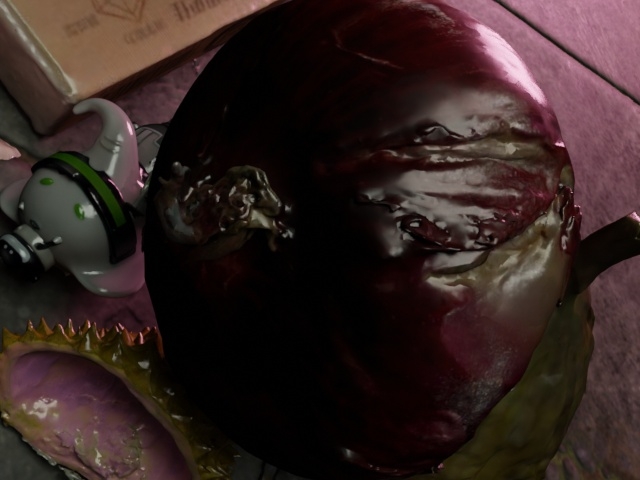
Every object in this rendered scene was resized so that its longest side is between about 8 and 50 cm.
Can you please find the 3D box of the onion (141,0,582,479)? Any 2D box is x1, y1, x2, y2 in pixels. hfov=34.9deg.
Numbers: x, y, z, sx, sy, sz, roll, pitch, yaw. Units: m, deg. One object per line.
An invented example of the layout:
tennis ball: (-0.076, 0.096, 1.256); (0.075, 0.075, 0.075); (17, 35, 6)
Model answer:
onion: (0.000, 0.000, 0.619); (0.232, 0.314, 0.313); (-2, 71, -40)

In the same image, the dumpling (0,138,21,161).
dumpling: (-0.330, -0.122, 0.663); (0.175, 0.227, 0.243); (-28, 96, -6)

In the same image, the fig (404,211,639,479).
fig: (0.135, 0.065, 0.784); (0.286, 0.369, 0.286); (9, 72, -28)

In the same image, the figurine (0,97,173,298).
figurine: (-0.163, -0.033, 0.783); (0.147, 0.126, 0.192); (32, 54, 25)

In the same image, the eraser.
eraser: (-0.144, -0.227, 0.901); (0.343, 0.078, 0.144); (-37, 93, -40)

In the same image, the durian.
durian: (-0.135, 0.129, 0.737); (0.182, 0.165, 0.132); (41, 82, 24)
